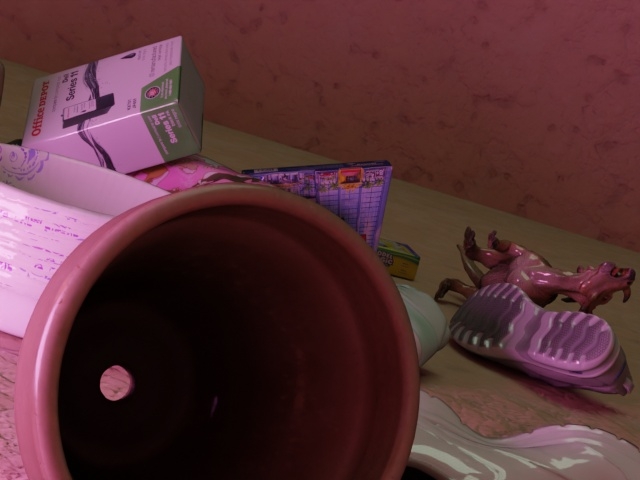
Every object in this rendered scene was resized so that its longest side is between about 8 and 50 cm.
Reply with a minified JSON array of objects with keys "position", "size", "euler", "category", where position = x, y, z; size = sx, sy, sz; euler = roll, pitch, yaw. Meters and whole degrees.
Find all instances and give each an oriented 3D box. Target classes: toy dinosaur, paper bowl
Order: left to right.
[{"position":[-0.255,0.010,1.485],"size":[0.284,0.148,0.284],"euler":[16,9,-3],"category":"paper bowl"},{"position":[0.298,0.072,2.194],"size":[0.200,0.127,0.296],"euler":[20,-6,-25],"category":"toy dinosaur"}]

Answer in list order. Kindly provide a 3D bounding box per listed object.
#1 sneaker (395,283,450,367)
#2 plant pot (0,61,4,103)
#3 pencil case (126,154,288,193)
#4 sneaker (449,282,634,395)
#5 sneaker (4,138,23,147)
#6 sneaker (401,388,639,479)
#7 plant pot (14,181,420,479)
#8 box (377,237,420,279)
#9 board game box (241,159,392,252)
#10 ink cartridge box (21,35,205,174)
[{"position":[0.032,0.063,1.750],"size":[0.256,0.094,0.151],"euler":[38,21,19],"category":"sneaker"},{"position":[-0.477,-0.180,1.746],"size":[0.284,0.191,0.284],"euler":[45,-3,3],"category":"plant pot"},{"position":[-0.179,-0.042,1.918],"size":[0.386,0.167,0.160],"euler":[25,-31,42],"category":"pencil case"},{"position":[0.269,0.138,1.891],"size":[0.281,0.105,0.115],"euler":[22,-24,54],"category":"sneaker"},{"position":[-0.395,-0.075,1.891],"size":[0.078,0.106,0.234],"euler":[16,9,5],"category":"sneaker"},{"position":[0.147,0.208,1.213],"size":[0.297,0.111,0.129],"euler":[11,25,-5],"category":"sneaker"},{"position":[-0.101,0.097,1.019],"size":[0.263,0.263,0.229],"euler":[11,-7,-28],"category":"plant pot"},{"position":[0.057,0.012,2.356],"size":[0.179,0.043,0.105],"euler":[12,9,-12],"category":"box"},{"position":[0.000,0.000,1.975],"size":[0.194,0.194,0.060],"euler":[-5,12,-4],"category":"board game box"},{"position":[-0.257,-0.156,1.890],"size":[0.208,0.087,0.153],"euler":[-16,39,10],"category":"ink cartridge box"}]
